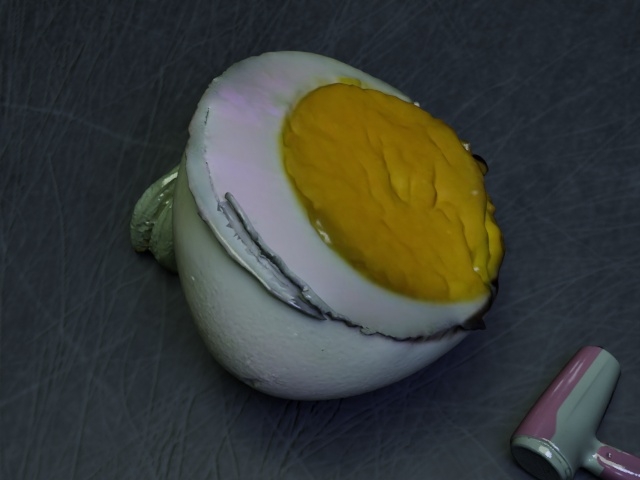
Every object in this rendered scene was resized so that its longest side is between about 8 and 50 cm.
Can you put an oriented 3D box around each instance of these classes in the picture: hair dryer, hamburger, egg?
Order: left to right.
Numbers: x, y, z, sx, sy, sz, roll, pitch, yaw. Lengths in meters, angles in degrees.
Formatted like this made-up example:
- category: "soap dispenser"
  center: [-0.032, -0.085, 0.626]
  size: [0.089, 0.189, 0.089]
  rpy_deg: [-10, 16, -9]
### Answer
- category: "hamburger"
  center: [-0.100, -0.034, 1.141]
  size: [0.121, 0.084, 0.054]
  rpy_deg: [-35, 62, -18]
- category: "egg"
  center: [-0.004, -0.002, 1.069]
  size: [0.264, 0.174, 0.286]
  rpy_deg: [32, 44, -10]
- category: "hair dryer"
  center: [0.227, 0.159, 1.039]
  size: [0.154, 0.054, 0.106]
  rpy_deg: [37, 63, 11]
